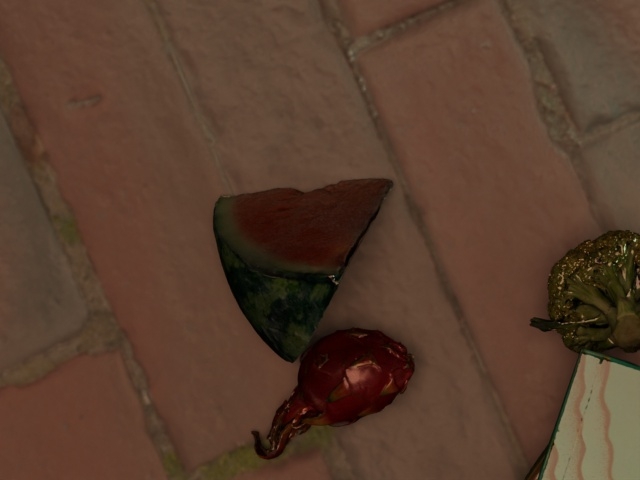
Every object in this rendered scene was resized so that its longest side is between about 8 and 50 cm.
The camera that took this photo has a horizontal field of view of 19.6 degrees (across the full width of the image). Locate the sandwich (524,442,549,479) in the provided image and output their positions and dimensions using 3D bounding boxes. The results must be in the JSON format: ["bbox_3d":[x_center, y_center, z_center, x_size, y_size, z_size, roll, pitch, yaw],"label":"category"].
[{"bbox_3d":[0.231,0.179,1.762,0.074,0.074,0.116,2,89,8],"label":"sandwich"}]

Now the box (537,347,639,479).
[{"bbox_3d":[0.321,0.208,1.691,0.226,0.042,0.160,18,89,8],"label":"box"}]

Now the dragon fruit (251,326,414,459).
[{"bbox_3d":[0.001,0.147,1.794,0.190,0.094,0.094,-32,85,19],"label":"dragon fruit"}]

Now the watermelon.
[{"bbox_3d":[-0.022,0.003,1.768,0.136,0.207,0.202,28,76,-18],"label":"watermelon"}]

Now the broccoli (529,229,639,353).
[{"bbox_3d":[0.275,0.054,1.735,0.131,0.120,0.130,26,111,-23],"label":"broccoli"}]
